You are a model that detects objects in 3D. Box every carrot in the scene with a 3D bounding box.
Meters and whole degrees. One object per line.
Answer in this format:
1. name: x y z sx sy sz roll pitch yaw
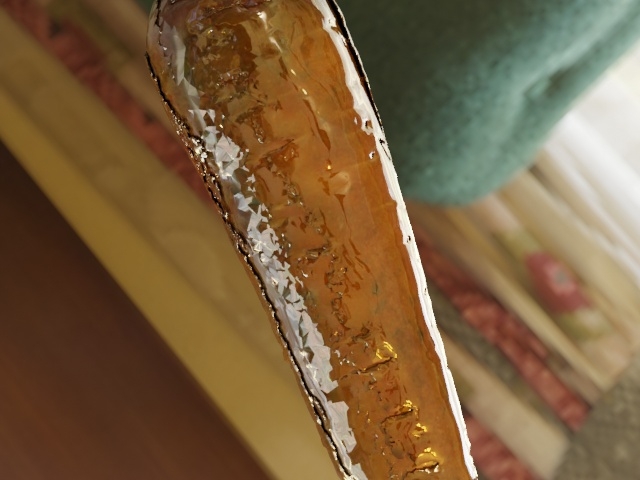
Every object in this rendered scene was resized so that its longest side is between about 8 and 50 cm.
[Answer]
1. carrot: 0.000 0.000 0.528 0.055 0.161 0.055 -21 178 -1
